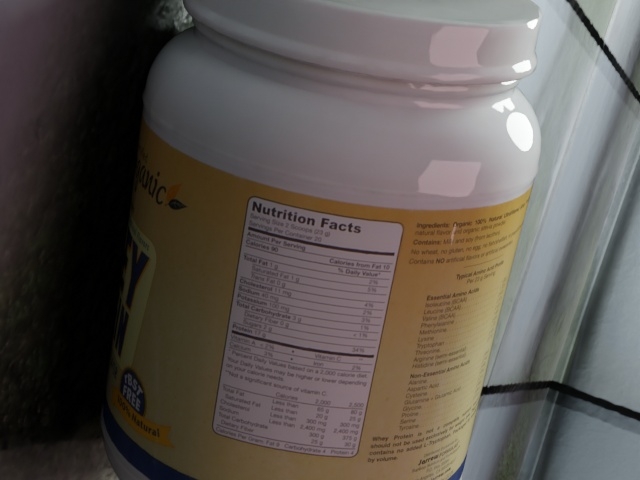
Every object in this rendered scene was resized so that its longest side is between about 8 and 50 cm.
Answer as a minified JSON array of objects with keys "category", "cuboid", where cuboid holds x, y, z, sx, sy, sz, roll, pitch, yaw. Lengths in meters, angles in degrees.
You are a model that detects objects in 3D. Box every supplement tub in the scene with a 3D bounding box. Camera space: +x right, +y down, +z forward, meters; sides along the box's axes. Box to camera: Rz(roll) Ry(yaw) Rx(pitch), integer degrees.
[{"category":"supplement tub","cuboid":[0.000,0.000,0.780,0.228,0.228,0.316,-30,135,-60]}]
